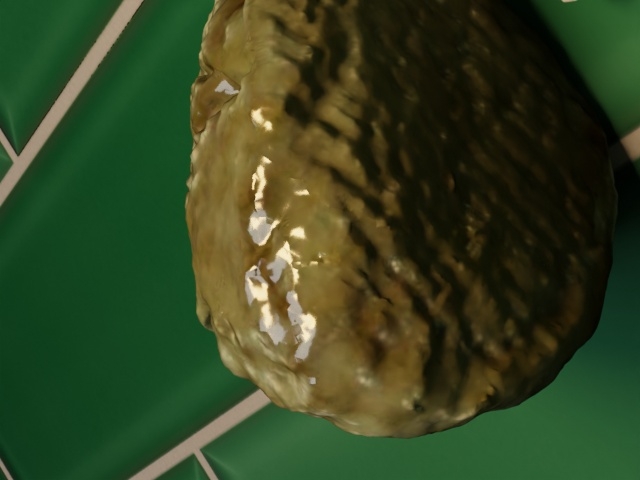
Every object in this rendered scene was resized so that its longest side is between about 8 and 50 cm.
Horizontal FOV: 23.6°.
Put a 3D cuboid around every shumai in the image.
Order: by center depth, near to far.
[{"bbox_3d":[0.000,0.000,0.939,0.292,0.330,0.288,27,141,-29],"label":"shumai"}]

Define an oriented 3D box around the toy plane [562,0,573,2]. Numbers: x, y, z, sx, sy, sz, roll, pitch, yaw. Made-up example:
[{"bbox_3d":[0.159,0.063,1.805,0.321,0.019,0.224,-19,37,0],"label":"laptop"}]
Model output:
[{"bbox_3d":[0.117,-0.216,0.843,0.174,0.080,0.174,35,140,36],"label":"toy plane"}]
